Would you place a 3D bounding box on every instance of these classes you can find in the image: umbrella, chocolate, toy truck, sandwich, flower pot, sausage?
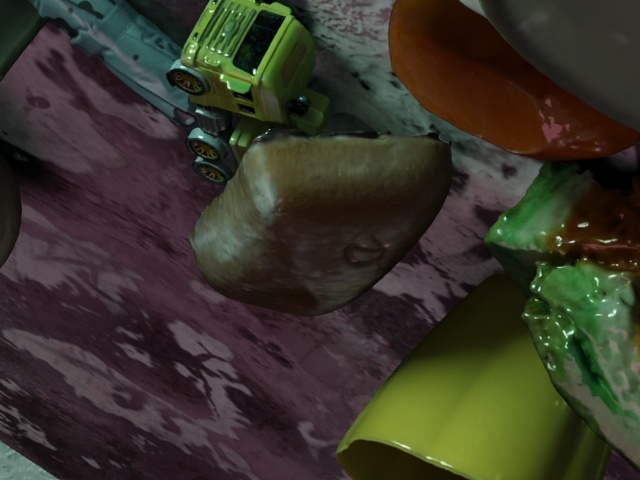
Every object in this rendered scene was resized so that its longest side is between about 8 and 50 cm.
[{"bbox_3d":[-0.168,-0.171,1.073,0.250,0.053,0.052,42,148,-18],"label":"umbrella"},{"bbox_3d":[0.000,0.000,1.062,0.161,0.083,0.261,-5,164,-16],"label":"chocolate"},{"bbox_3d":[-0.037,-0.093,1.033,0.100,0.077,0.169,19,153,15],"label":"toy truck"},{"bbox_3d":[0.256,0.087,0.913,0.301,0.162,0.250,11,154,46],"label":"sandwich"},{"bbox_3d":[0.137,0.133,1.129,0.195,0.179,0.195,28,158,12],"label":"flower pot"},{"bbox_3d":[0.104,-0.098,0.835,0.179,0.089,0.089,26,158,39],"label":"sausage"}]

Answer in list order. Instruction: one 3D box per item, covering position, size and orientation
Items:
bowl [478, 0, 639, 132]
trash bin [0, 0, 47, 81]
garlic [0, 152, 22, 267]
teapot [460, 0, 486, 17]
[{"bbox_3d":[0.153,-0.123,0.401,0.354,0.185,0.354,22,172,3],"label":"bowl"},{"bbox_3d":[-0.340,-0.196,1.160,0.240,0.122,0.164,1,141,48],"label":"trash bin"},{"bbox_3d":[-0.443,-0.049,1.397,0.317,0.259,0.317,46,170,10],"label":"garlic"},{"bbox_3d":[0.017,-0.194,0.684,0.298,0.139,0.204,24,153,21],"label":"teapot"}]
